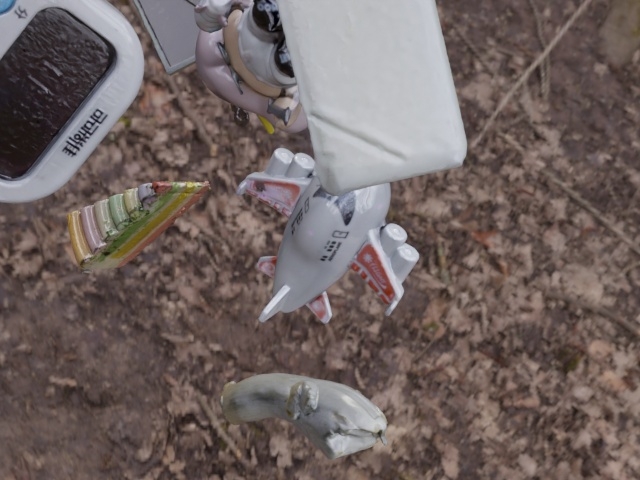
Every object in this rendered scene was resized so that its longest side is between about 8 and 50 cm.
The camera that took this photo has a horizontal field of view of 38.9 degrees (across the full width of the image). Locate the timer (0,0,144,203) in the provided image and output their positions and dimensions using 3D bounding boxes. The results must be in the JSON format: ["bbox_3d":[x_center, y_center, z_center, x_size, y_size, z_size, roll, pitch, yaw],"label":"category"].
[{"bbox_3d":[-0.341,-0.180,0.994,0.262,0.237,0.087,-49,37,8],"label":"timer"}]

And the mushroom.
[{"bbox_3d":[-0.026,0.232,1.244,0.278,0.099,0.096,9,91,37],"label":"mushroom"}]

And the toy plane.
[{"bbox_3d":[0.002,-0.002,1.133,0.252,0.252,0.118,33,31,15],"label":"toy plane"}]

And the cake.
[{"bbox_3d":[-0.279,-0.046,1.349,0.109,0.225,0.090,2,56,-57],"label":"cake"}]

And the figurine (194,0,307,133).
[{"bbox_3d":[-0.036,-0.145,0.662,0.112,0.229,0.137,-34,101,-3],"label":"figurine"}]

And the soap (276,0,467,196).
[{"bbox_3d":[0.006,-0.116,0.376,0.064,0.121,0.183,-14,100,3],"label":"soap"}]

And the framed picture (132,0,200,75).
[{"bbox_3d":[-0.264,-0.486,1.762,0.209,0.019,0.281,-25,85,-1],"label":"framed picture"}]
